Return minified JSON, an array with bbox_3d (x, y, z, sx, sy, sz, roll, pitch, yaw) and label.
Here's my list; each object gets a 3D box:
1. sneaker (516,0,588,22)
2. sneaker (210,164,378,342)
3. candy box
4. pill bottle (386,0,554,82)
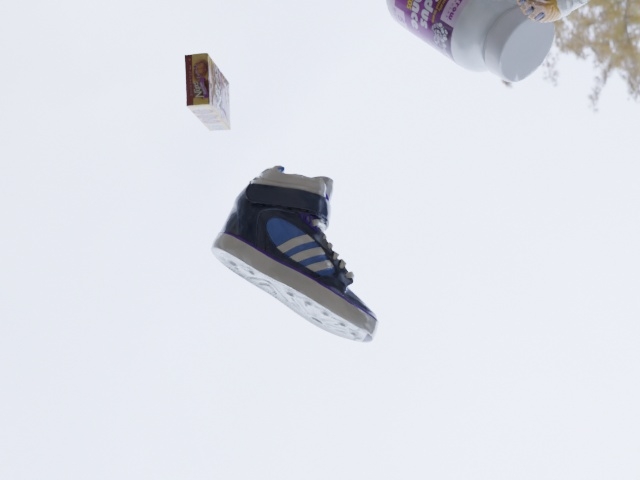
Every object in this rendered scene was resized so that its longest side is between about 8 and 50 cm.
[{"bbox_3d":[0.316,-0.472,1.134,0.131,0.112,0.296,-26,-78,-10],"label":"sneaker"},{"bbox_3d":[0.000,0.000,1.335,0.322,0.130,0.236,30,-112,5],"label":"sneaker"},{"bbox_3d":[-0.230,-0.303,1.620,0.053,0.186,0.109,-4,-97,8],"label":"candy box"},{"bbox_3d":[0.265,-0.405,1.397,0.169,0.169,0.301,-47,-128,4],"label":"pill bottle"}]
